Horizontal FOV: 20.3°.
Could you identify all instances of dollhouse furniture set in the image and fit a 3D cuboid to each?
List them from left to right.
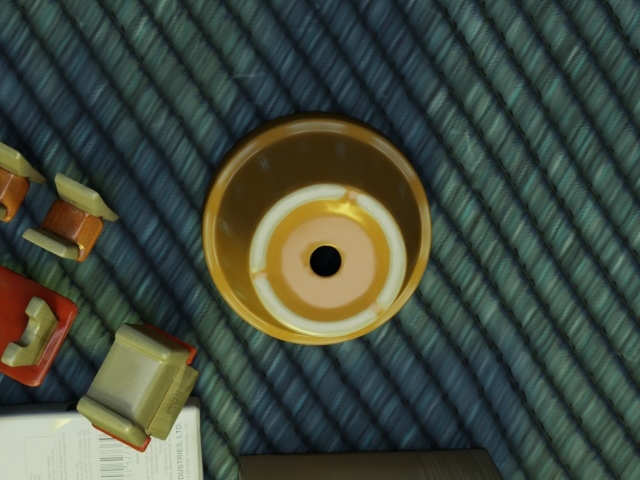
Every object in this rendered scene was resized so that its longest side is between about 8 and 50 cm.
[{"bbox_3d":[-0.243,0.083,1.534,0.259,0.135,0.262,27,84,10],"label":"dollhouse furniture set"}]

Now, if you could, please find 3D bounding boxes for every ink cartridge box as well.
[{"bbox_3d":[-0.259,0.241,1.610,0.311,0.065,0.185,-3,98,-6],"label":"ink cartridge box"}]

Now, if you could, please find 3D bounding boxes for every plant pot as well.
[{"bbox_3d":[0.000,0.000,1.520,0.205,0.188,0.205,-1,99,-3],"label":"plant pot"}]

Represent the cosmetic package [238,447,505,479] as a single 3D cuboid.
[{"bbox_3d":[0.043,0.248,1.598,0.238,0.127,0.107,-4,99,-1],"label":"cosmetic package"}]
